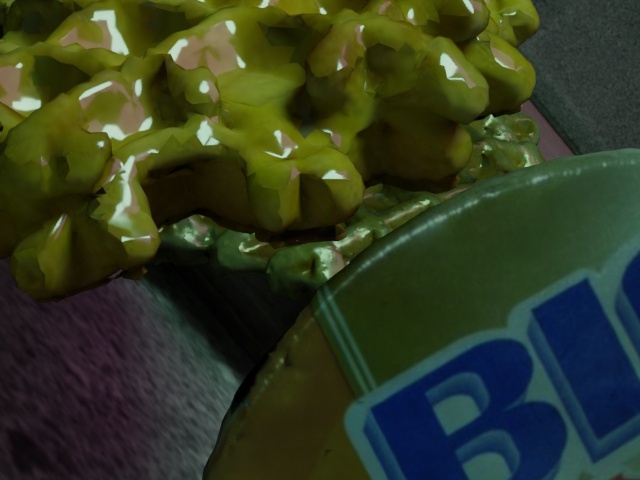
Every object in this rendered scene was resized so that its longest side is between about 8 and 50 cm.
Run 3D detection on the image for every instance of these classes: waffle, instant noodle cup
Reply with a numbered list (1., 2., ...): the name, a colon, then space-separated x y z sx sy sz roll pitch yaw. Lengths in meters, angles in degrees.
1. waffle: 0.013 -0.028 0.829 0.214 0.208 0.054 -76 170 -61
2. instant noodle cup: 0.111 0.114 0.583 0.296 0.296 0.214 52 6 2
3. waffle: -0.061 -0.073 0.561 0.293 0.260 0.069 -106 -173 -62
